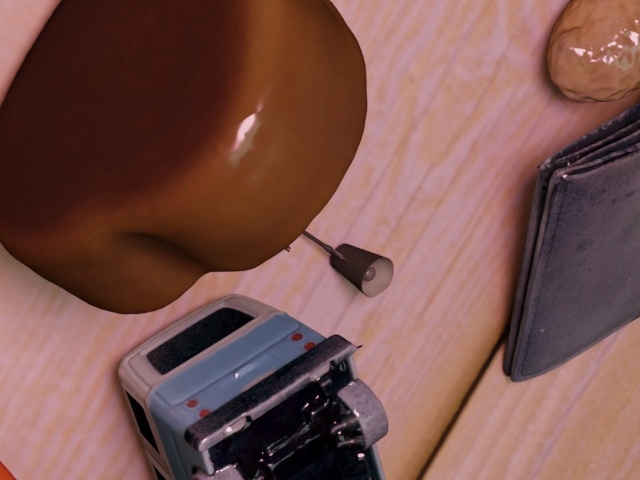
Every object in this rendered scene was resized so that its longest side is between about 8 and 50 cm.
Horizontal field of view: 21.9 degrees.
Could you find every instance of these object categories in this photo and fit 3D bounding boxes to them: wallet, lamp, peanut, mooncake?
[{"bbox_3d":[0.274,-0.023,1.339,0.290,0.054,0.251,-29,141,-27],"label":"wallet"},{"bbox_3d":[0.000,0.000,1.171,0.041,0.054,0.121,-58,140,-2],"label":"lamp"},{"bbox_3d":[0.257,-0.173,1.269,0.214,0.090,0.099,-28,154,-25],"label":"peanut"},{"bbox_3d":[-0.082,-0.078,0.959,0.117,0.235,0.235,33,88,-40],"label":"mooncake"}]

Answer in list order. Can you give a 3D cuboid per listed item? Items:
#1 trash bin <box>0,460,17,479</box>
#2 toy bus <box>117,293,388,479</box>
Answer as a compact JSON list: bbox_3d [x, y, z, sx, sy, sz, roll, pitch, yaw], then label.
[{"bbox_3d":[-0.247,0.195,0.993,0.184,0.161,0.239,-40,122,-18],"label":"trash bin"},{"bbox_3d":[-0.035,0.179,1.138,0.133,0.165,0.271,-31,126,-23],"label":"toy bus"}]
